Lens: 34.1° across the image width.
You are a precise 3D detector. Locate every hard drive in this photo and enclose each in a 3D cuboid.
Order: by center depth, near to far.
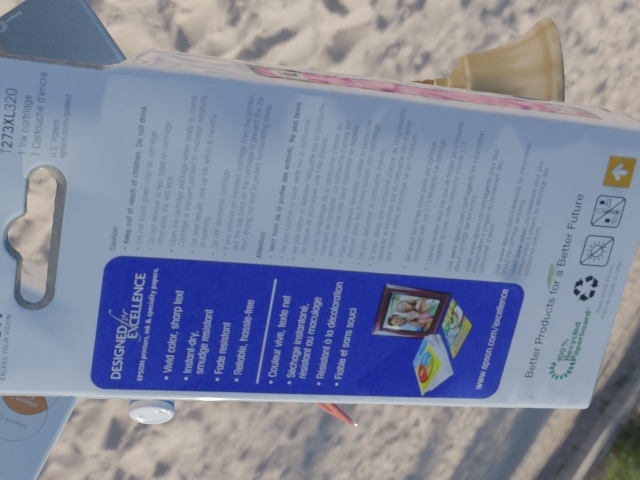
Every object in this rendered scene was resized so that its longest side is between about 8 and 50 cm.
[{"bbox_3d":[-0.237,-0.168,0.982,0.094,0.135,0.022,-35,-179,-4],"label":"hard drive"}]

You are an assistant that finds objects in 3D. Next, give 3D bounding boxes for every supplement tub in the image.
[{"bbox_3d":[-0.257,0.221,1.604,0.071,0.071,0.107,89,-1,-57],"label":"supplement tub"}]

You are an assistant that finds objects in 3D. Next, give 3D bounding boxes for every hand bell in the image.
[{"bbox_3d":[0.089,-0.136,0.954,0.126,0.242,0.126,-2,90,-89],"label":"hand bell"}]

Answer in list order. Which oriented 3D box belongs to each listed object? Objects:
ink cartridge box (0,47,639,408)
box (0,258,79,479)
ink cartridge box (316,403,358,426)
[{"bbox_3d":[0.000,0.000,0.566,0.370,0.069,0.176,4,111,-21],"label":"ink cartridge box"},{"bbox_3d":[-0.362,0.163,0.892,0.215,0.168,0.345,29,87,-25],"label":"box"},{"bbox_3d":[-0.038,0.059,0.951,0.078,0.231,0.134,-46,-173,-10],"label":"ink cartridge box"}]
